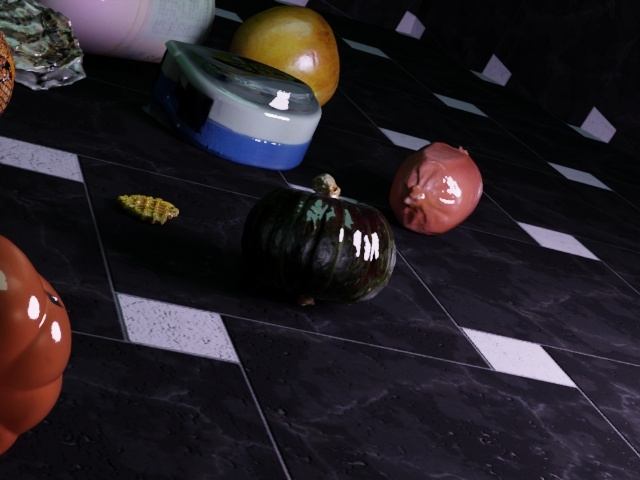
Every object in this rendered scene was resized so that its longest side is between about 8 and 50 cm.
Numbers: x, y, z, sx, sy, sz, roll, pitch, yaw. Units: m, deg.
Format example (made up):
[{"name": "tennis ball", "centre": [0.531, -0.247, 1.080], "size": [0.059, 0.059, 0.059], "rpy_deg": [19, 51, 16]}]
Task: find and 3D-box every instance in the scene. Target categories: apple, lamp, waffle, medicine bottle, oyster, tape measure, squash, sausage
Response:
[{"name": "apple", "centre": [-0.076, -0.351, 2.499], "size": [0.208, 0.236, 0.237], "rpy_deg": [-12, 24, -9]}, {"name": "lamp", "centre": [-0.280, 0.083, 0.962], "size": [0.188, 0.187, 0.164], "rpy_deg": [8, 22, -35]}, {"name": "waffle", "centre": [-0.226, -0.043, 1.705], "size": [0.078, 0.016, 0.085], "rpy_deg": [27, 17, 21]}, {"name": "medicine bottle", "centre": [-0.421, -0.470, 2.451], "size": [0.236, 0.235, 0.406], "rpy_deg": [32, 20, 35]}, {"name": "oyster", "centre": [-0.528, -0.335, 2.162], "size": [0.268, 0.112, 0.198], "rpy_deg": [34, 41, 18]}, {"name": "tape measure", "centre": [-0.135, -0.228, 2.185], "size": [0.259, 0.138, 0.262], "rpy_deg": [7, 21, -32]}, {"name": "squash", "centre": [0.000, 0.006, 1.576], "size": [0.193, 0.156, 0.193], "rpy_deg": [35, -3, 2]}, {"name": "sausage", "centre": [0.193, -0.085, 2.110], "size": [0.148, 0.148, 0.254], "rpy_deg": [24, 13, 16]}]

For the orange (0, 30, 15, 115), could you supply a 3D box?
[{"name": "orange", "centre": [-0.519, -0.227, 1.676], "size": [0.234, 0.182, 0.234], "rpy_deg": [29, 11, -6]}]
